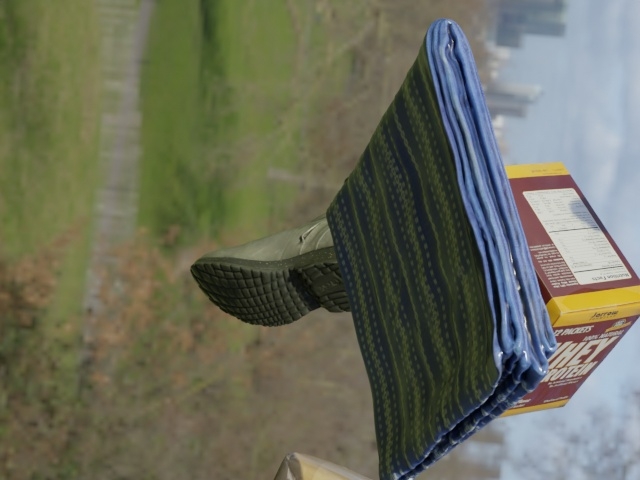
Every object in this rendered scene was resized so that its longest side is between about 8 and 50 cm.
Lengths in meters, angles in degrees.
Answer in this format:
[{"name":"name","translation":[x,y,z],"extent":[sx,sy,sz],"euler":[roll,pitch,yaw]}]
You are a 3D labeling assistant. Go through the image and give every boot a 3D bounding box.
[{"name":"boot","translation":[0.000,0.000,1.546],"extent":[0.083,0.246,0.161],"euler":[58,48,-27]}]

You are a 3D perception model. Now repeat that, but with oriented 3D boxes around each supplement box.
[{"name":"supplement box","translation":[0.211,0.054,1.668],"extent":[0.194,0.129,0.191],"euler":[62,-40,30]}]

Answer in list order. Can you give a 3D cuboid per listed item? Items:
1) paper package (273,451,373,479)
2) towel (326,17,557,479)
[{"name":"paper package","translation":[-0.007,0.380,1.559],"extent":[0.325,0.168,0.310],"euler":[76,38,-79]},{"name":"towel","translation":[0.065,0.025,1.099],"extent":[0.336,0.040,0.243],"euler":[121,-41,-65]}]
